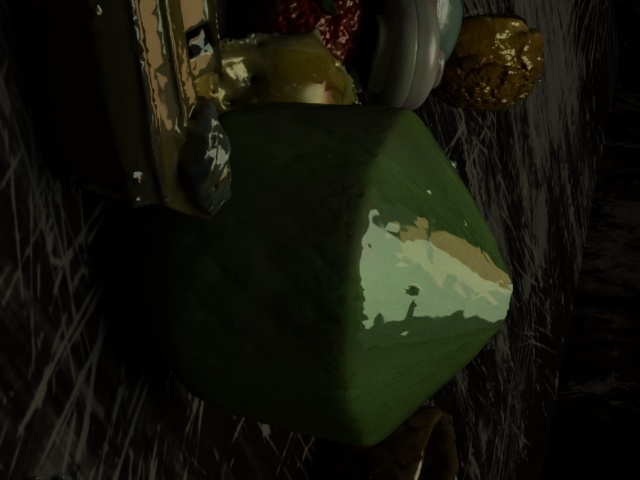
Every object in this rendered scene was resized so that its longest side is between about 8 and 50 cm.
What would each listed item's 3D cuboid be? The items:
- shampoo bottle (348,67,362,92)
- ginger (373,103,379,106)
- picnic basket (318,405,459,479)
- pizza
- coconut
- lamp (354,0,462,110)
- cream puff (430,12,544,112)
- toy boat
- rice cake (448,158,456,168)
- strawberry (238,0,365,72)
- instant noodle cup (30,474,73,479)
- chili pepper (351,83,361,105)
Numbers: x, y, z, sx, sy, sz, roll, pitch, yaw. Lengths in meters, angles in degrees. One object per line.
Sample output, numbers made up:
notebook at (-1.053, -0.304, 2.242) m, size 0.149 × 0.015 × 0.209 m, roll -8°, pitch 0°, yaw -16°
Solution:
shampoo bottle at (0.043, -0.234, 1.869) m, size 0.072 × 0.043 × 0.099 m, roll 71°, pitch 28°, yaw -51°
ginger at (0.093, -0.043, 2.006) m, size 0.137 × 0.089 × 0.289 m, roll -20°, pitch 123°, yaw -40°
picnic basket at (0.153, 0.373, 1.914) m, size 0.293 × 0.337 × 0.337 m, roll 54°, pitch 43°, yaw -63°
pizza at (-0.051, -0.124, 1.445) m, size 0.188 × 0.080 × 0.204 m, roll -43°, pitch 141°, yaw -10°
coconut at (0.006, 0.031, 1.358) m, size 0.281 × 0.329 × 0.328 m, roll -46°, pitch 137°, yaw -61°
lamp at (0.093, -0.229, 1.623) m, size 0.246 × 0.108 × 0.179 m, roll -95°, pitch -169°, yaw -50°
cream puff at (0.226, -0.243, 2.204) m, size 0.189 × 0.189 × 0.129 m, roll 9°, pitch 77°, yaw -72°
toy boat at (-0.139, -0.216, 1.148) m, size 0.162 × 0.136 × 0.445 m, roll -39°, pitch 132°, yaw -43°
rice cake at (0.081, -0.046, 1.902) m, size 0.198 × 0.037 × 0.189 m, roll 10°, pitch 95°, yaw -48°
strawberry at (-0.021, -0.190, 1.565) m, size 0.131 × 0.131 × 0.148 m, roll 21°, pitch 74°, yaw -71°
instant noodle cup at (-0.175, 0.277, 1.188) m, size 0.177 × 0.126 × 0.208 m, roll 66°, pitch 33°, yaw -56°
chili pepper at (0.000, 0.000, 1.752) m, size 0.085 × 0.076 × 0.359 m, roll 18°, pitch 72°, yaw -35°
